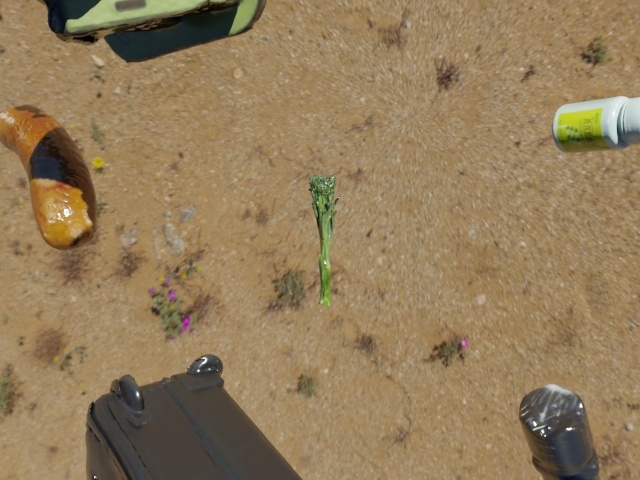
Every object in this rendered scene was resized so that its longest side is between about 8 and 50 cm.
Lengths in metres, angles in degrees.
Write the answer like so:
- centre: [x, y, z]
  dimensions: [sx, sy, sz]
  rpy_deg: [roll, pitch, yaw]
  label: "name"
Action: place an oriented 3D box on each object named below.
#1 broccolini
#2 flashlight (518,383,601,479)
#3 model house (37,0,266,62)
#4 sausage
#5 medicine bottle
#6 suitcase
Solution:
- centre: [0.000, 0.000, 0.633]
  dimensions: [0.035, 0.030, 0.139]
  rpy_deg: [3, 94, 45]
  label: "broccolini"
- centre: [0.407, 0.411, 0.960]
  dimensions: [0.103, 0.103, 0.424]
  rpy_deg: [-18, 116, 12]
  label: "flashlight"
- centre: [-0.216, -0.235, 0.464]
  dimensions: [0.218, 0.279, 0.204]
  rpy_deg: [-3, 110, 34]
  label: "model house"
- centre: [-0.379, -0.105, 0.837]
  dimensions: [0.302, 0.076, 0.102]
  rpy_deg: [47, 118, 36]
  label: "sausage"
- centre: [0.257, -0.105, 0.545]
  dimensions: [0.047, 0.083, 0.047]
  rpy_deg: [-2, 94, -35]
  label: "medicine bottle"
- centre: [-0.139, 0.353, 0.688]
  dimensions: [0.345, 0.188, 0.339]
  rpy_deg: [31, 120, 44]
  label: "suitcase"
